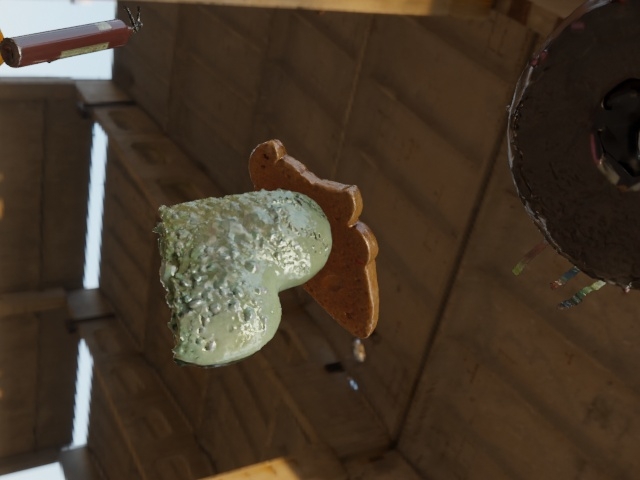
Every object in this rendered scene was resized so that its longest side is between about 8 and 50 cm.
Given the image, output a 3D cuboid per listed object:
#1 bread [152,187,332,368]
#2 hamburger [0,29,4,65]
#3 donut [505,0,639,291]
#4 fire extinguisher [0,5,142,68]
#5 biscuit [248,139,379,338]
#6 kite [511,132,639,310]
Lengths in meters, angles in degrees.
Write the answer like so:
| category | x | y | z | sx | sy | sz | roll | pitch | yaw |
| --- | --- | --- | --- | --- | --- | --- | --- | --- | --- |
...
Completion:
| category | x | y | z | sx | sy | sz | roll | pitch | yaw |
| --- | --- | --- | --- | --- | --- | --- | --- | --- | --- |
| bread | -0.092 | 0.015 | 0.807 | 0.172 | 0.232 | 0.064 | 31 | -34 | 12 |
| hamburger | -0.511 | -0.295 | 0.995 | 0.246 | 0.170 | 0.246 | 54 | -20 | 30 |
| donut | 0.281 | -0.087 | 0.667 | 0.270 | 0.103 | 0.269 | 12 | -73 | 44 |
| fire extinguisher | -0.243 | -0.197 | 0.798 | 0.035 | 0.173 | 0.049 | 46 | -50 | 11 |
| biscuit | 0.000 | 0.000 | 0.977 | 0.183 | 0.043 | 0.280 | -14 | -65 | 45 |
| kite | 0.366 | -0.017 | 1.008 | 0.169 | 0.015 | 0.310 | 43 | -45 | -5 |
